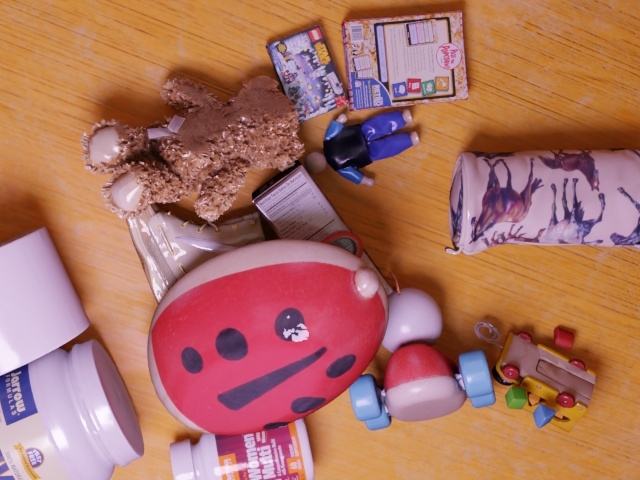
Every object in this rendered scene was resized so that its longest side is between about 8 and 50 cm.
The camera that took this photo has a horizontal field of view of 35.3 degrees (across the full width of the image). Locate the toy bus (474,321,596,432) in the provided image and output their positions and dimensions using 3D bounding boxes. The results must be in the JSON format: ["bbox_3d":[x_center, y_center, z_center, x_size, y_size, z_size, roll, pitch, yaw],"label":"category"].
[{"bbox_3d":[0.358,0.238,1.696,0.191,0.202,0.104,-4,138,-25],"label":"toy bus"}]

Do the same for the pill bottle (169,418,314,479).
[{"bbox_3d":[-0.128,0.357,1.643,0.221,0.121,0.121,-11,98,-6],"label":"pill bottle"}]

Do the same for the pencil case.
[{"bbox_3d":[0.400,-0.058,1.643,0.411,0.160,0.183,-1,82,-7],"label":"pencil case"}]

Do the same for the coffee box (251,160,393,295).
[{"bbox_3d":[0.000,0.000,1.610,0.098,0.141,0.246,-36,98,1],"label":"coffee box"}]

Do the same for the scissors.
[{"bbox_3d":[-0.071,0.041,1.528,0.297,0.021,0.108,-1,100,-5],"label":"scissors"}]

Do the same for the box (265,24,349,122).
[{"bbox_3d":[-0.021,-0.269,1.634,0.094,0.027,0.137,-23,98,-5],"label":"box"}]

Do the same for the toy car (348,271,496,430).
[{"bbox_3d":[0.153,0.167,1.651,0.219,0.210,0.237,-13,70,8],"label":"toy car"}]

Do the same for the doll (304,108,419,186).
[{"bbox_3d":[0.065,-0.150,1.649,0.189,0.046,0.129,-19,97,-5],"label":"doll"}]

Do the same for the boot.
[{"bbox_3d":[-0.197,-0.023,1.602,0.204,0.095,0.261,-19,101,-2],"label":"boot"}]

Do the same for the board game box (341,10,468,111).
[{"bbox_3d":[0.138,-0.292,1.642,0.194,0.045,0.146,-6,97,-6],"label":"board game box"}]

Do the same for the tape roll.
[{"bbox_3d":[-0.491,0.101,1.508,0.246,0.246,0.169,-23,98,-4],"label":"tape roll"}]

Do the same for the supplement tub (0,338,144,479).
[{"bbox_3d":[-0.459,0.305,1.538,0.325,0.235,0.235,-23,99,-4],"label":"supplement tub"}]

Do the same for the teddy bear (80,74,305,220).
[{"bbox_3d":[-0.196,-0.139,1.553,0.245,0.113,0.338,40,58,20],"label":"teddy bear"}]

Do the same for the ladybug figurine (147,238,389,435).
[{"bbox_3d":[-0.089,0.164,1.508,0.305,0.161,0.449,39,127,-21],"label":"ladybug figurine"}]
